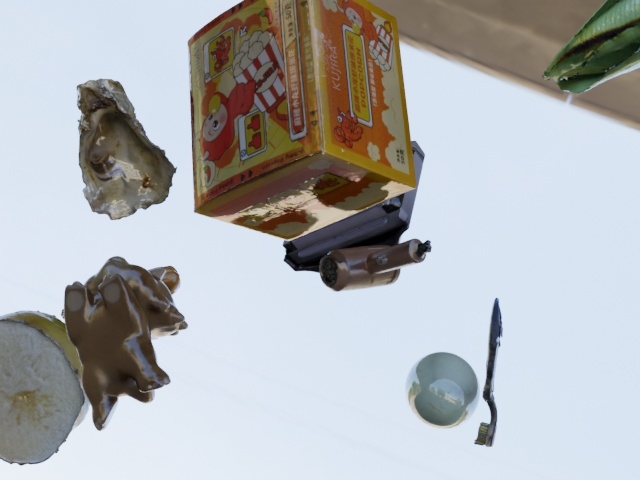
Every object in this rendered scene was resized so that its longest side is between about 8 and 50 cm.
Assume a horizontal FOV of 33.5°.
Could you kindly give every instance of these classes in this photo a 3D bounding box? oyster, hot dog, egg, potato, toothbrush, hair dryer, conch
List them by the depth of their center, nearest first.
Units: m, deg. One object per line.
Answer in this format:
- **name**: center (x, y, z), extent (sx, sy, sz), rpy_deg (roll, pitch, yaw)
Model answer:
- **hair dryer**: center (0.092, 0.027, 1.521), extent (0.117, 0.064, 0.182), rpy_deg (-5, -11, -38)
- **conch**: center (0.486, -0.325, 1.690), extent (0.143, 0.251, 0.137), rpy_deg (50, -4, 30)
- **oyster**: center (-0.332, -0.158, 1.744), extent (0.107, 0.162, 0.232), rpy_deg (-111, 179, -73)
- **toothbrush**: center (0.323, 0.259, 2.012), extent (0.042, 0.035, 0.413), rpy_deg (9, -48, 14)
- **potato**: center (-0.580, 0.284, 2.154), extent (0.247, 0.299, 0.196), rpy_deg (-10, 6, 4)
- **hot dog**: center (-0.427, 0.117, 2.279), extent (0.115, 0.269, 0.072), rpy_deg (-110, -177, -71)
- **egg**: center (0.296, 0.365, 2.570), extent (0.183, 0.182, 0.264), rpy_deg (27, 7, -1)

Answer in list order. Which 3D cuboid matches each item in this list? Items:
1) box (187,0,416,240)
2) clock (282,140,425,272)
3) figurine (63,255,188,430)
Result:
- **box**: center (-0.037, -0.185, 1.516), extent (0.260, 0.283, 0.214), rpy_deg (-23, -26, 39)
- **clock**: center (0.057, -0.053, 1.768), extent (0.253, 0.186, 0.083), rpy_deg (-21, -54, 34)
- **figurine**: center (-0.299, 0.150, 1.687), extent (0.247, 0.177, 0.173), rpy_deg (61, 17, 18)
